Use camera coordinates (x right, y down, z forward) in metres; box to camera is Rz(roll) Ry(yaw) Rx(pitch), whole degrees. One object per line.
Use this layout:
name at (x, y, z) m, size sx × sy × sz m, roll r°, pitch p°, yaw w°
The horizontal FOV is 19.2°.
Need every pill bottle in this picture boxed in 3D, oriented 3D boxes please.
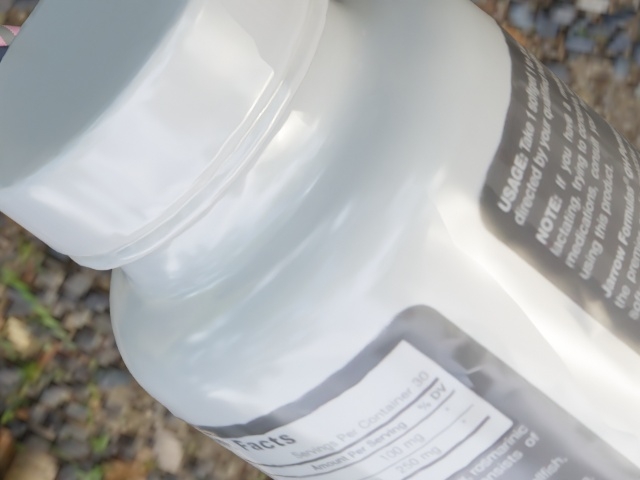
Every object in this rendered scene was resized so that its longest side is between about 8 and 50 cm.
pill bottle at (0.038, 0.017, 0.680) m, size 0.176 × 0.176 × 0.318 m, roll -34°, pitch 122°, yaw 31°

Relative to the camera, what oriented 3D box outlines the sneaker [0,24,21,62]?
sneaker at (-0.286, -0.139, 1.706) m, size 0.319 × 0.131 × 0.112 m, roll 4°, pitch 105°, yaw -10°
